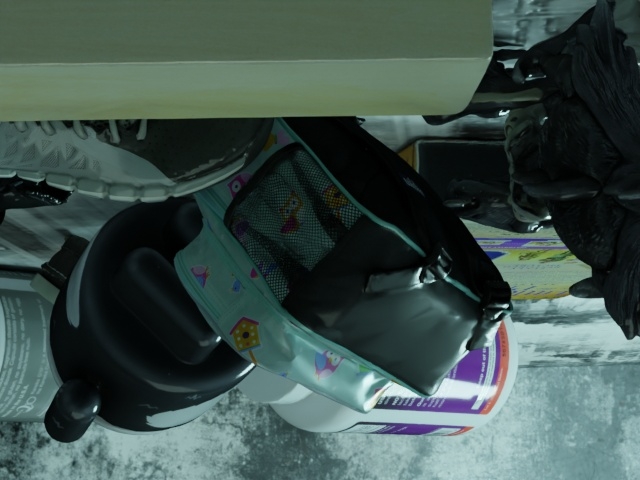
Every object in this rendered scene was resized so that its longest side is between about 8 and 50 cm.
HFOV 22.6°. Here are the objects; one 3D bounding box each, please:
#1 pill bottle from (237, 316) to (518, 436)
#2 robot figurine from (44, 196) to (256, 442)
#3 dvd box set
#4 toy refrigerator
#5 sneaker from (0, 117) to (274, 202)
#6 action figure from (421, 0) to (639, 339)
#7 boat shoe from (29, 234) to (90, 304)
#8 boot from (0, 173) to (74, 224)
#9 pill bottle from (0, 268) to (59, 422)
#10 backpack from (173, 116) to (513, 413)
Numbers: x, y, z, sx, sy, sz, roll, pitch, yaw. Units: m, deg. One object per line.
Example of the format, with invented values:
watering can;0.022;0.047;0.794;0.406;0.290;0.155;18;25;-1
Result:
pill bottle;0.055;0.117;1.717;0.181;0.181;0.323;-10;167;41
robot figurine;-0.133;0.069;1.353;0.209;0.173;0.278;-3;162;-22
dvd box set;0.153;-0.006;1.348;0.308;0.062;0.420;1;170;-15
toy refrigerator;-0.076;-0.102;0.604;0.269;0.102;0.094;-2;171;-3
sneaker;-0.143;-0.073;0.838;0.229;0.086;0.132;-1;168;6
action figure;0.148;-0.046;0.785;0.141;0.164;0.276;-18;-168;-12
boat shoe;-0.200;0.045;1.562;0.081;0.068;0.228;34;-178;18
boot;-0.230;-0.035;1.180;0.099;0.045;0.121;-7;169;13
pill bottle;-0.376;0.105;1.643;0.283;0.161;0.161;8;167;-44
backpack;0.000;0.000;0.943;0.144;0.188;0.166;-44;141;17
